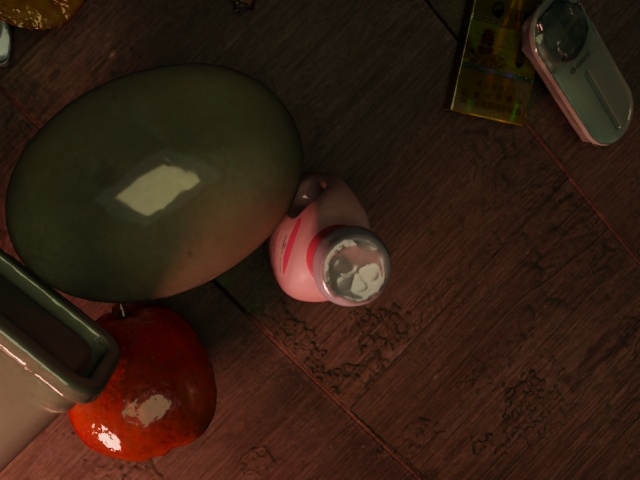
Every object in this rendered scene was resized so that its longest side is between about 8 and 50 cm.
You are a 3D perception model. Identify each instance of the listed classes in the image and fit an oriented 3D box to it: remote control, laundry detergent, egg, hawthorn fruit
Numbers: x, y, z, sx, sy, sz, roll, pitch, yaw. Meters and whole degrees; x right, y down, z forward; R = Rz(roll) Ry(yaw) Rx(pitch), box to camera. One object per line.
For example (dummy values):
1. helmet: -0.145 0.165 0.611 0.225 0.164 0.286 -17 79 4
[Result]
1. remote control: 0.374 -0.243 1.003 0.104 0.052 0.247 -47 115 -10
2. laundry detergent: 0.000 0.000 0.826 0.087 0.335 0.159 18 95 -16
3. egg: -0.189 -0.068 0.813 0.352 0.258 0.259 -21 104 -6
4. hawthorn fruit: -0.236 0.161 0.882 0.196 0.196 0.226 -15 91 -10

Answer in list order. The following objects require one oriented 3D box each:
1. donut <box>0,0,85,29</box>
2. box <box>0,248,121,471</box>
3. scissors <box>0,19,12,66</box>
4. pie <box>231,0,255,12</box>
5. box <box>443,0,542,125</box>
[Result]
1. donut: -0.353 -0.322 0.815 0.151 0.058 0.152 -5 99 -34
2. box: -0.393 0.102 0.716 0.312 0.175 0.182 43 92 -11
3. scissors: -0.434 -0.370 0.818 0.191 0.029 0.361 17 96 -14
4. pie: -0.097 -0.385 0.894 0.092 0.034 0.170 18 96 -19
5. box: 0.258 -0.273 1.001 0.121 0.030 0.193 9 98 -15
